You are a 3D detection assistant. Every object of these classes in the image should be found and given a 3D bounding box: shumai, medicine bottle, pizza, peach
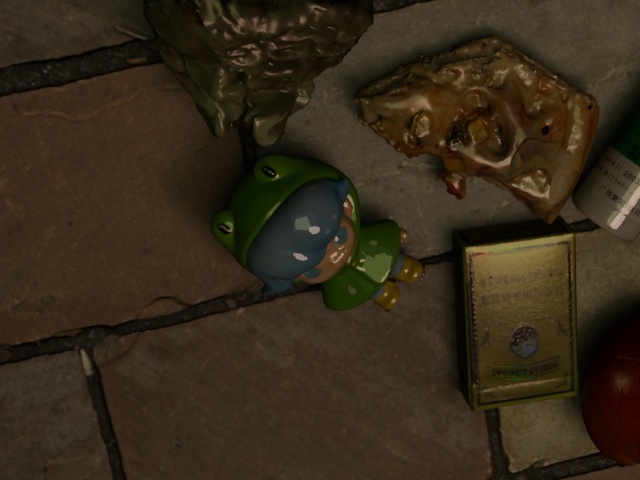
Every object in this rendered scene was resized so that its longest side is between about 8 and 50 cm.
[{"bbox_3d":[-0.081,-0.226,1.652,0.255,0.189,0.218,-4,130,-24],"label":"shumai"},{"bbox_3d":[0.403,-0.125,1.793,0.095,0.095,0.260,29,102,-18],"label":"medicine bottle"},{"bbox_3d":[0.183,-0.138,1.763,0.296,0.071,0.189,24,105,-16],"label":"pizza"},{"bbox_3d":[0.411,0.175,1.866,0.197,0.197,0.197,-3,111,-8],"label":"peach"}]

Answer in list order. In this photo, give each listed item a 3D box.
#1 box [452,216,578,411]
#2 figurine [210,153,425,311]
[{"bbox_3d":[0.238,0.090,1.861,0.140,0.064,0.220,-7,113,-8],"label":"box"},{"bbox_3d":[0.000,0.000,1.755,0.263,0.143,0.162,29,111,-36],"label":"figurine"}]
